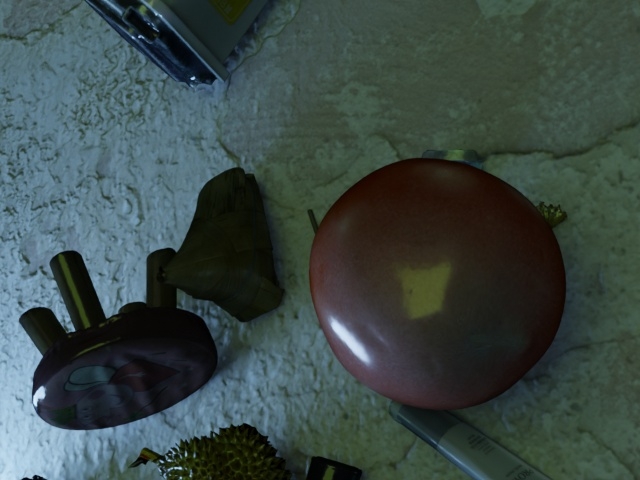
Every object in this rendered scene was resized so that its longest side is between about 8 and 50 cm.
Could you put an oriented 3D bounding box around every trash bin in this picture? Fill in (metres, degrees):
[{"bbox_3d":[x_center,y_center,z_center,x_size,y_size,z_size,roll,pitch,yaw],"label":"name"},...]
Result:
[{"bbox_3d":[-0.198,-0.467,1.862,0.296,0.256,0.368,40,89,32],"label":"trash bin"}]

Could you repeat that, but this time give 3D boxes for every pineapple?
[{"bbox_3d":[0.291,-0.025,1.596,0.083,0.019,0.045,-38,64,15],"label":"pineapple"}]

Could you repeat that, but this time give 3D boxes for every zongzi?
[{"bbox_3d":[-0.169,-0.014,1.697,0.115,0.256,0.228,-27,64,30],"label":"zongzi"}]

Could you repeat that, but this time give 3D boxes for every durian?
[{"bbox_3d":[-0.134,0.321,1.629,0.237,0.193,0.138,28,69,15],"label":"durian"}]

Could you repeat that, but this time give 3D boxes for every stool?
[{"bbox_3d":[-0.299,0.141,1.703,0.272,0.272,0.179,-31,61,16],"label":"stool"}]

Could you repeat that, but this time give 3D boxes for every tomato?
[{"bbox_3d":[0.150,0.062,1.472,0.321,0.321,0.322,-8,71,25],"label":"tomato"}]

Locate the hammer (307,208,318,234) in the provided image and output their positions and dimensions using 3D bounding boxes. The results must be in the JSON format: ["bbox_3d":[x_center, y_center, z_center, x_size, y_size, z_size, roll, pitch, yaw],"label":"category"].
[{"bbox_3d":[0.000,0.000,1.742,0.035,0.019,0.110,-28,59,17],"label":"hammer"}]

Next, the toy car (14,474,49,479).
[{"bbox_3d":[-0.394,0.471,1.742,0.301,0.118,0.193,26,79,32],"label":"toy car"}]

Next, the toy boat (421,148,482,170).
[{"bbox_3d":[0.183,-0.067,1.663,0.096,0.034,0.122,0,83,27],"label":"toy boat"}]

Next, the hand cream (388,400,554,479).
[{"bbox_3d":[0.197,0.276,1.531,0.255,0.079,0.048,30,132,33],"label":"hand cream"}]

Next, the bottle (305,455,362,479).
[{"bbox_3d":[-0.013,0.416,1.585,0.082,0.072,0.245,17,82,-11],"label":"bottle"}]
